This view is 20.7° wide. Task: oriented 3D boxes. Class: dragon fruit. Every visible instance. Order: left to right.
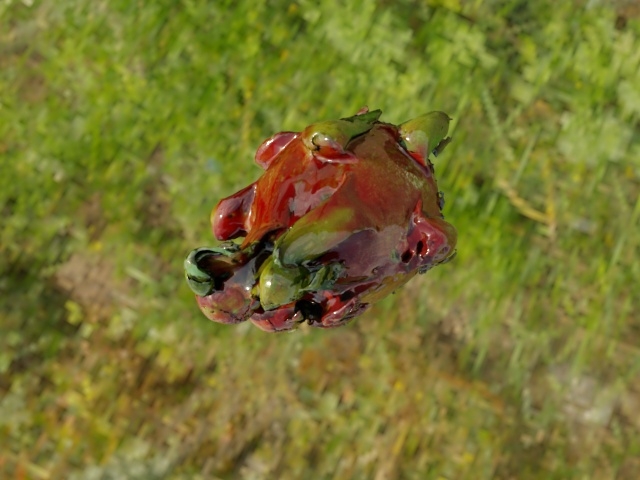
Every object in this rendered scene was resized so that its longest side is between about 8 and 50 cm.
[{"bbox_3d":[0.000,0.000,1.037,0.138,0.175,0.142,21,123,30],"label":"dragon fruit"}]
